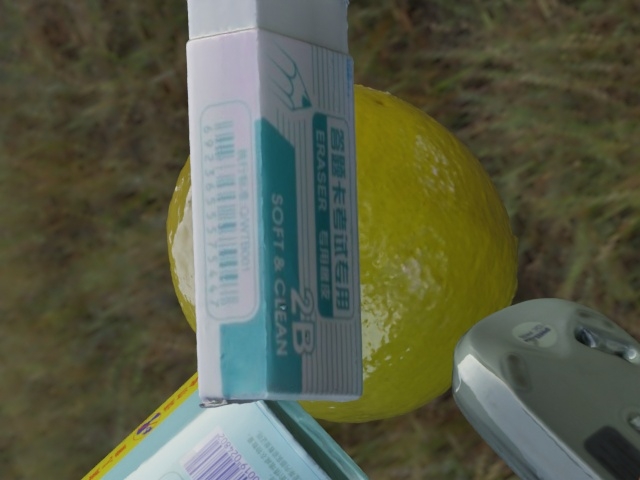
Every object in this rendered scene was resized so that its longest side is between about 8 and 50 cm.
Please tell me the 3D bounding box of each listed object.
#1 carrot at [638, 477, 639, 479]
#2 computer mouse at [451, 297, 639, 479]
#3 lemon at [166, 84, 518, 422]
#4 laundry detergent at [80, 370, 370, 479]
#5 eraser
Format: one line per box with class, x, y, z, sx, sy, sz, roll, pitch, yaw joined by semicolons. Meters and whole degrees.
carrot;0.277;0.174;1.037;0.193;0.214;0.331;33;161;12
computer mouse;0.248;0.179;1.507;0.331;0.197;0.095;46;138;22
lemon;0.000;0.000;1.846;0.364;0.364;0.364;41;147;34
laundry detergent;-0.094;0.291;1.520;0.287;0.305;0.287;47;-179;-1
eraser;-0.024;-0.025;0.956;0.052;0.095;0.225;-7;82;33
